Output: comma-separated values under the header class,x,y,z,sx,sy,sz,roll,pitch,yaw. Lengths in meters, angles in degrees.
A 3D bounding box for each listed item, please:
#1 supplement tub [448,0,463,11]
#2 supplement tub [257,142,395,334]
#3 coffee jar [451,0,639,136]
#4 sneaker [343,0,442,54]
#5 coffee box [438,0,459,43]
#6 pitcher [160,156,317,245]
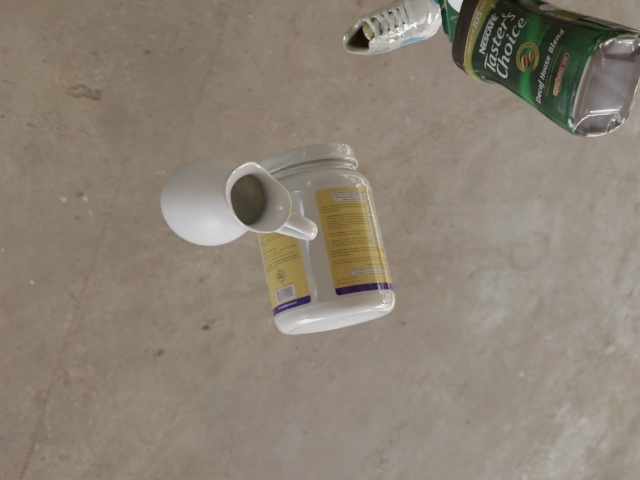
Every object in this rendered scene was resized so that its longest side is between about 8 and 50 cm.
class,x,y,z,sx,sy,sz,roll,pitch,yaw
supplement tub,0.219,-0.381,1.176,0.117,0.117,0.190,24,66,-41
supplement tub,0.000,0.000,1.849,0.241,0.241,0.331,-3,76,-36
coffee jar,0.195,-0.168,0.845,0.079,0.184,0.096,-7,120,-29
sneaker,0.132,-0.388,1.712,0.092,0.229,0.087,-19,88,-35
coffee box,0.192,-0.393,1.408,0.040,0.113,0.184,-10,110,5
pitcher,-0.118,-0.043,1.336,0.178,0.207,0.125,33,71,-34
